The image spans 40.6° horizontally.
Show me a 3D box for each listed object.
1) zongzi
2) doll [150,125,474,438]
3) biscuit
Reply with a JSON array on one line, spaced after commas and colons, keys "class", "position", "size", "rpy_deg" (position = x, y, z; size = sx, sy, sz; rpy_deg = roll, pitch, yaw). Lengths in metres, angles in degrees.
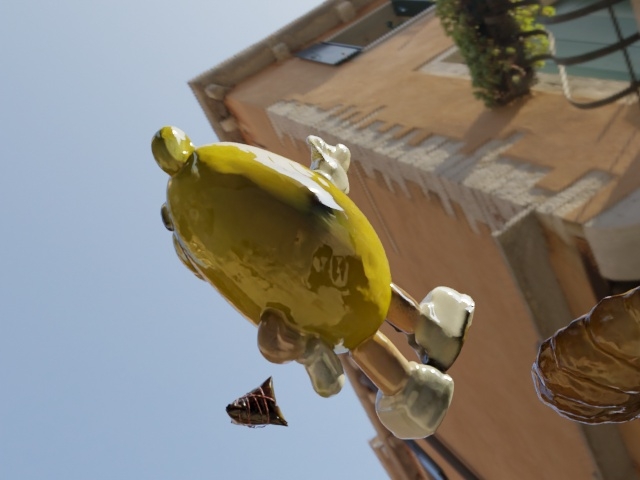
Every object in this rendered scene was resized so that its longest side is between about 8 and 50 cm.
[{"class": "zongzi", "position": [-0.077, 0.230, 1.154], "size": [0.083, 0.073, 0.067], "rpy_deg": [-34, -26, -17]}, {"class": "doll", "position": [0.017, 0.032, 0.978], "size": [0.161, 0.348, 0.423], "rpy_deg": [-35, -94, 34]}, {"class": "biscuit", "position": [0.390, 0.115, 0.934], "size": [0.325, 0.107, 0.326], "rpy_deg": [-16, -27, -9]}]
